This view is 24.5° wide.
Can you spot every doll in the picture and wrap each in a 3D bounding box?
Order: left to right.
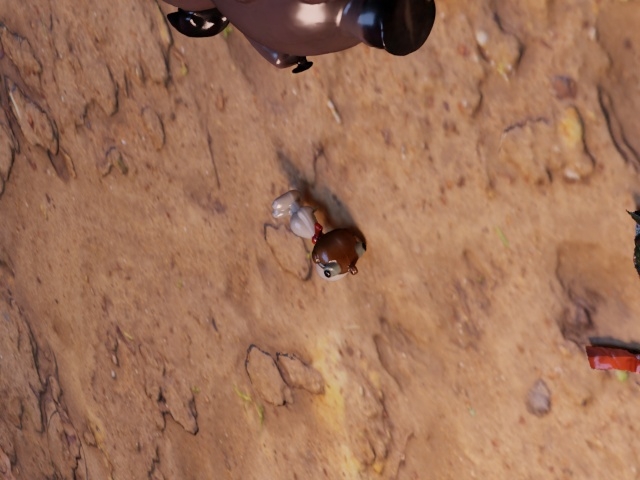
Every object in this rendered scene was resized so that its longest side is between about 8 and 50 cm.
[{"bbox_3d":[-0.039,-0.198,0.949,0.257,0.117,0.182,28,135,44],"label":"doll"},{"bbox_3d":[-0.001,-0.005,1.138,0.085,0.040,0.058,57,161,7],"label":"doll"}]

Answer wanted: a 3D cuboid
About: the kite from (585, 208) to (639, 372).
[{"bbox_3d":[0.227,0.087,0.882,0.189,0.009,0.232,10,123,54],"label":"kite"}]
